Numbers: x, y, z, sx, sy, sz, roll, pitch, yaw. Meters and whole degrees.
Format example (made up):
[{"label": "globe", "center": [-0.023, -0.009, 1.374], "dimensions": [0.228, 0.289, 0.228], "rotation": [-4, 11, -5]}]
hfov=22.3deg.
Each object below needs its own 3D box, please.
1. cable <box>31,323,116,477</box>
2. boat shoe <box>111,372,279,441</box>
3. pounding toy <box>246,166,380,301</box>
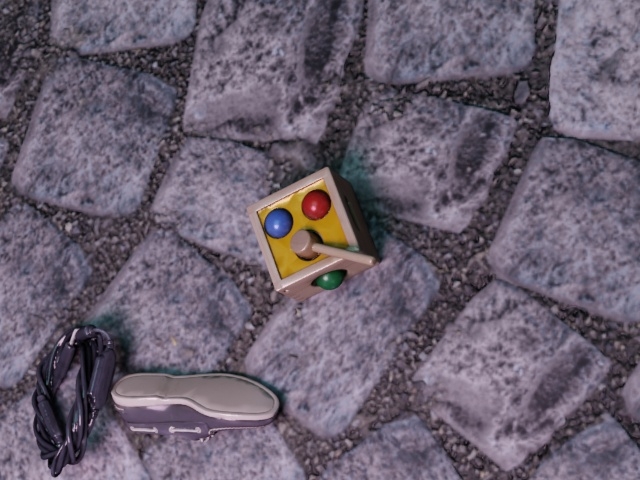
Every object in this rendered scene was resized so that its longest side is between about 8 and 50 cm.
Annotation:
[{"label": "cable", "center": [-0.304, 0.188, 1.929], "dimensions": [0.150, 0.047, 0.185], "rotation": [-2, 73, 52]}, {"label": "boat shoe", "center": [-0.142, 0.199, 1.893], "dimensions": [0.206, 0.075, 0.065], "rotation": [4, 122, 18]}, {"label": "pounding toy", "center": [0.000, 0.000, 1.847], "dimensions": [0.130, 0.100, 0.141], "rotation": [-26, 69, 15]}]
